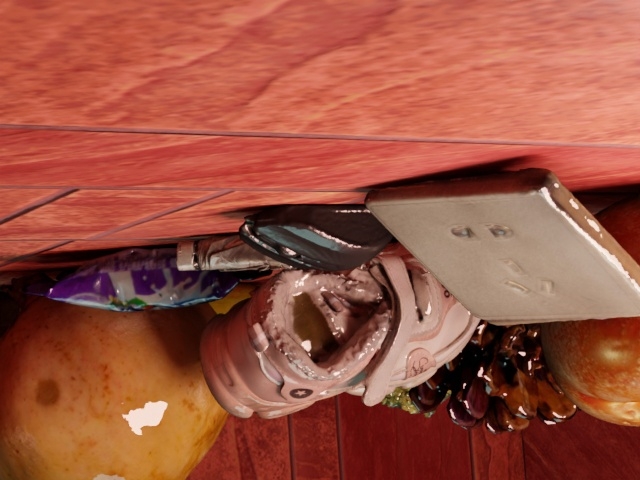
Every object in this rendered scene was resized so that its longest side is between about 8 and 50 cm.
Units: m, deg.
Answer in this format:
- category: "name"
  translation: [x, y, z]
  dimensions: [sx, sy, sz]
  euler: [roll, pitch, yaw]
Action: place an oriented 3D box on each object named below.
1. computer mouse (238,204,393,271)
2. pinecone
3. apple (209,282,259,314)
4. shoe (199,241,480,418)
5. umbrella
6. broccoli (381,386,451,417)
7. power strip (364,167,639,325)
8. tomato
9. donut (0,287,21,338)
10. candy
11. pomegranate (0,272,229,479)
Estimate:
- category: "computer mouse"
  translation: [0.000, 0.000, 1.351]
  dimensions: [0.172, 0.057, 0.099]
  euler: [2, 169, -36]
- category: "pinecone"
  translation: [0.235, 0.127, 1.840]
  dimensions: [0.298, 0.242, 0.296]
  euler: [-5, 180, -29]
- category: "apple"
  translation: [-0.132, 0.156, 2.168]
  dimensions: [0.196, 0.195, 0.196]
  euler: [-4, 174, 0]
- category: "shoe"
  translation: [0.052, 0.091, 1.588]
  dimensions: [0.351, 0.171, 0.198]
  euler: [-22, 172, -23]
- category: "umbrella"
  translation: [-0.056, 0.013, 1.496]
  dimensions: [0.188, 0.046, 0.050]
  euler: [-5, 178, 10]
- category: "broccoli"
  translation: [0.164, 0.175, 2.408]
  dimensions: [0.288, 0.235, 0.260]
  euler: [-42, 167, 9]
- category: "power strip"
  translation: [0.171, -0.007, 1.230]
  dimensions: [0.198, 0.064, 0.213]
  euler: [-5, 145, 41]
- category: "tomato"
  translation: [0.343, 0.062, 1.373]
  dimensions: [0.270, 0.222, 0.270]
  euler: [10, 164, 3]
- category: "donut"
  translation: [-0.437, 0.122, 2.049]
  dimensions: [0.270, 0.103, 0.269]
  euler: [-6, 174, -1]
- category: "candy"
  translation: [-0.182, 0.039, 1.592]
  dimensions: [0.275, 0.070, 0.145]
  euler: [-6, -177, 6]
- category: "pomegranate"
  translation: [-0.274, 0.169, 1.768]
  dimensions: [0.338, 0.338, 0.338]
  euler: [-4, 174, 0]
